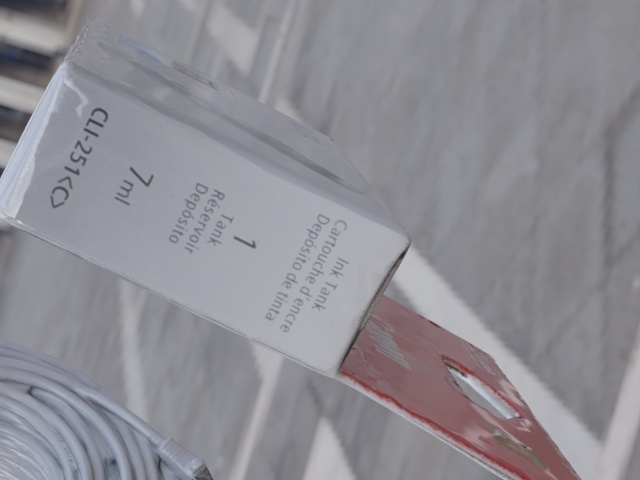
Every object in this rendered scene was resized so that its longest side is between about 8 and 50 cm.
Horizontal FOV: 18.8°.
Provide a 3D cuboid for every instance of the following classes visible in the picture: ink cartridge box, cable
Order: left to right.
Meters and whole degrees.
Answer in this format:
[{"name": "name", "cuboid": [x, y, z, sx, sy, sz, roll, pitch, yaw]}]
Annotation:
[{"name": "cable", "cuboid": [-0.220, 0.163, 1.219, 0.257, 0.257, 0.089, -24, -34, -45]}, {"name": "ink cartridge box", "cuboid": [0.000, 0.000, 0.814, 0.066, 0.261, 0.296, -61, 9, 6]}]
